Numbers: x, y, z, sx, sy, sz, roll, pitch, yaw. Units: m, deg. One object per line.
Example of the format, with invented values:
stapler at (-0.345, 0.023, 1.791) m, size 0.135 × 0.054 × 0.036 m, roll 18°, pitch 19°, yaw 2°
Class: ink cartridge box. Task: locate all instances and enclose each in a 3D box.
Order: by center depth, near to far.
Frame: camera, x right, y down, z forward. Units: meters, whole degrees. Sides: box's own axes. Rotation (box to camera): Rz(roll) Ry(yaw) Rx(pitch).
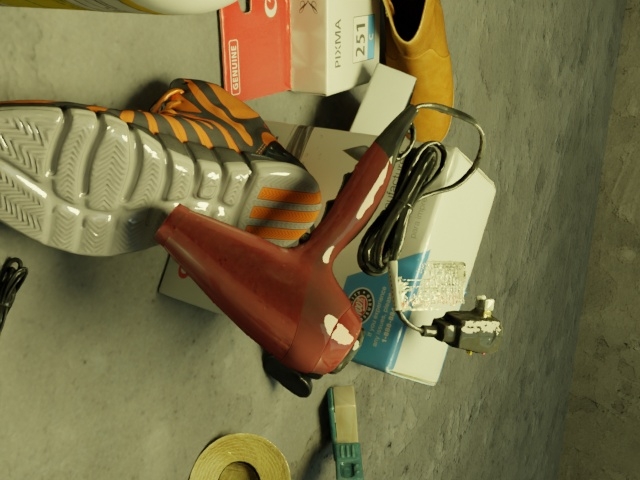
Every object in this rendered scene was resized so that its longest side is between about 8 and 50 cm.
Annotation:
ink cartridge box at (0.000, 0.000, 0.777) m, size 0.129 × 0.307 × 0.223 m, roll 25°, pitch 81°, yaw -56°
ink cartridge box at (-0.015, -0.323, 0.856) m, size 0.261 × 0.066 × 0.296 m, roll -30°, pitch 126°, yaw -51°
ink cartridge box at (0.038, -0.057, 0.971) m, size 0.165 × 0.065 × 0.332 m, roll 85°, pitch 29°, yaw -80°

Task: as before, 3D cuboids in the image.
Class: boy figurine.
boy figurine at (0.039, 0.099, 1.061) m, size 0.285 × 0.092 × 0.177 m, roll -47°, pitch 169°, yaw -40°

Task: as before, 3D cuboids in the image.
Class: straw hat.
straw hat at (-0.111, 0.330, 0.958) m, size 0.144 × 0.144 × 0.061 m, roll -66°, pitch -172°, yaw -16°

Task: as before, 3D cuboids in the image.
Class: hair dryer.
hair dryer at (0.007, 0.001, 0.614) m, size 0.080 × 0.293 × 0.223 m, roll 141°, pitch -56°, yaw -73°

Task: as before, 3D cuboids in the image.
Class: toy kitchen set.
toy kitchen set at (-0.018, 0.344, 1.116) m, size 0.207 × 0.166 × 0.122 m, roll -95°, pitch -179°, yaw -62°

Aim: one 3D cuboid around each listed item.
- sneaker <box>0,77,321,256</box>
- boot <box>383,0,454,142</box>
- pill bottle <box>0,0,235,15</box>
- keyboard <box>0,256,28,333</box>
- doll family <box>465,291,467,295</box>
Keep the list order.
sneaker at (-0.167, -0.080, 0.654) m, size 0.321 × 0.180 × 0.124 m, roll 10°, pitch 120°, yaw -35°
boot at (0.130, -0.268, 1.013) m, size 0.211 × 0.104 × 0.295 m, roll -50°, pitch 134°, yaw -72°
pill bottle at (-0.137, -0.240, 0.443) m, size 0.188 × 0.334 × 0.188 m, roll -28°, pitch 125°, yaw -51°
keyboard at (-0.323, 0.069, 0.561) m, size 0.201 × 0.033 × 0.317 m, roll 21°, pitch 85°, yaw -58°
doll family at (0.131, 0.142, 1.206) m, size 0.163 × 0.118 × 0.263 m, roll -62°, pitch -178°, yaw -12°
